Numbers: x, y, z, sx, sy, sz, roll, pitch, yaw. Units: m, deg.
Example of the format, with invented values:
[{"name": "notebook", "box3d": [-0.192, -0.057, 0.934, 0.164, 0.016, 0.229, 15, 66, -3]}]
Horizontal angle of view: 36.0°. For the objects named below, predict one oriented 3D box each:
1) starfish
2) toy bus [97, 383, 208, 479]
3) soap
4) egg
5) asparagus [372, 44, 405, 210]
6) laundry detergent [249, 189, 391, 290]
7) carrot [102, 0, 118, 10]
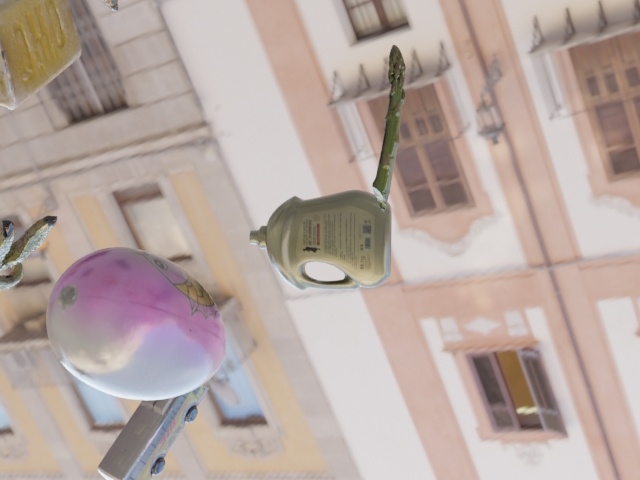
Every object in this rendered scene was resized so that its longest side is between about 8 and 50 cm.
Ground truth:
[{"name": "starfish", "box3d": [-0.286, 0.037, 0.738, 0.223, 0.050, 0.217, -38, -175, 26]}, {"name": "toy bus", "box3d": [-0.331, 0.372, 1.955, 0.092, 0.106, 0.268, 20, -116, 27]}, {"name": "soap", "box3d": [-0.510, -0.341, 1.667, 0.089, 0.174, 0.274, -4, -152, 14]}, {"name": "egg", "box3d": [-0.236, 0.115, 1.295, 0.196, 0.271, 0.196, -7, -114, 17]}, {"name": "asparagus", "box3d": [0.099, -0.159, 1.384, 0.027, 0.236, 0.034, 7, -179, -36]}, {"name": "laundry detergent", "box3d": [0.000, 0.000, 1.759, 0.253, 0.181, 0.091, 0, -174, 5]}, {"name": "carrot", "box3d": [-0.291, -0.371, 0.955, 0.070, 0.342, 0.070, -21, -145, 15]}]
